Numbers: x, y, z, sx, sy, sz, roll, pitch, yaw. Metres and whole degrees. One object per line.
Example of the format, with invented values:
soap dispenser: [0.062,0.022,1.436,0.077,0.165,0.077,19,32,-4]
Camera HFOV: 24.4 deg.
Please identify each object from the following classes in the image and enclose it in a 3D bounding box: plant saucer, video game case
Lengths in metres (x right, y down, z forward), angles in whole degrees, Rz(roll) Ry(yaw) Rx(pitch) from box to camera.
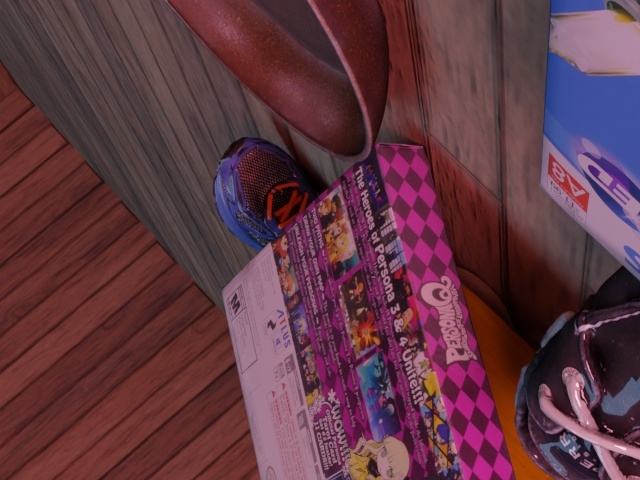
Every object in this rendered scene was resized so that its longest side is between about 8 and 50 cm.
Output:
plant saucer: [-0.060,-0.175,0.797,0.310,0.050,0.310,49,171,11]
video game case: [0.021,0.091,0.891,0.210,0.042,0.232,-43,54,49]

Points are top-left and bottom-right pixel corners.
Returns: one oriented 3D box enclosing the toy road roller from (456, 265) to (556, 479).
toy road roller: [0.095,0.202,0.985,0.329,0.240,0.202,48,171,12]

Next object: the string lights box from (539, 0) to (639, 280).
string lights box: [0.125,-0.043,0.343,0.133,0.077,0.260,45,170,20]

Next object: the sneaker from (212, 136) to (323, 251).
sneaker: [0.000,0.000,1.195,0.221,0.083,0.087,48,159,-26]

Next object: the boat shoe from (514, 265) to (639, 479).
boat shoe: [0.139,0.063,0.637,0.108,0.102,0.301,49,171,5]
